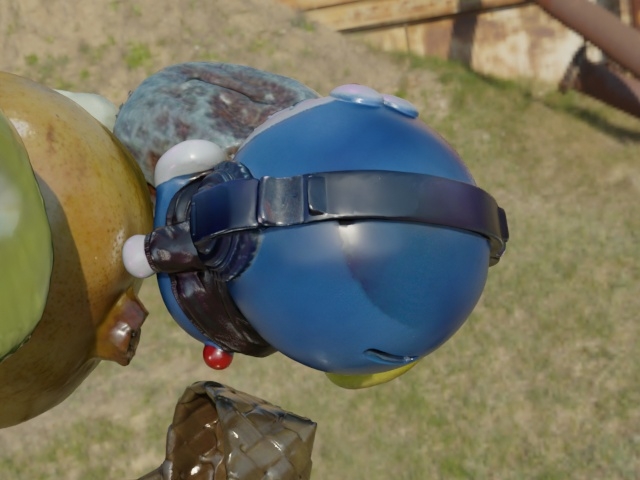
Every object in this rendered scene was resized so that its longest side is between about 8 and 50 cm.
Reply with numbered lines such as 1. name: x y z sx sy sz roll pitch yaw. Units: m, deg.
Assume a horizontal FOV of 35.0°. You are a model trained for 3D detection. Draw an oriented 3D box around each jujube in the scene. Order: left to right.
1. jujube: -0.110 -0.112 1.360 0.308 0.215 0.246 24 48 19

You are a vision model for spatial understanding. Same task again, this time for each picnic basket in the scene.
1. picnic basket: -0.195 0.354 1.353 0.337 0.337 0.293 -18 6 -25

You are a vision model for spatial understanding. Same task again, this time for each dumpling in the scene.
1. dumpling: -0.403 -0.167 1.754 0.126 0.216 0.167 -9 60 4

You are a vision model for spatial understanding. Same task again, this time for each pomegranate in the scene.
1. pomegranate: -0.363 0.016 1.147 0.416 0.417 0.417 -10 17 3

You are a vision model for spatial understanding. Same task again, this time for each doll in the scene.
1. doll: 0.000 0.000 0.864 0.284 0.240 0.310 11 -22 -42

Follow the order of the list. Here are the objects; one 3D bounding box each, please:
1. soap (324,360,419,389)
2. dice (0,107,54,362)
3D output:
1. soap: 0.124 0.080 1.861 0.306 0.115 0.427 -22 39 32
2. dice: -0.368 0.005 0.780 0.238 0.227 0.233 -7 16 26
